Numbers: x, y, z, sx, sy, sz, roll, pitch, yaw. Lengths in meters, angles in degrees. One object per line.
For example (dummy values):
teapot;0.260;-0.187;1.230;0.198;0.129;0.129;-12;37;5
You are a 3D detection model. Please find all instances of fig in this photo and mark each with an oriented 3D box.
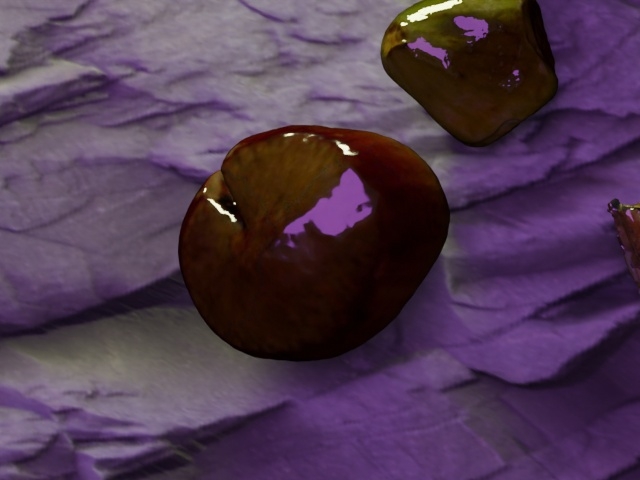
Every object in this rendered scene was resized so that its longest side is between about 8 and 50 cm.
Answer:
fig;0.133;-0.162;1.371;0.165;0.154;0.144;8;40;-17

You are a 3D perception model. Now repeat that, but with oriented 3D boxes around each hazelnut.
hazelnut;0.000;0.000;1.346;0.251;0.217;0.217;-27;77;31

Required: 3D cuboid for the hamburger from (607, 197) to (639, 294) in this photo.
hamburger;0.339;0.020;1.332;0.176;0.087;0.102;7;102;4
